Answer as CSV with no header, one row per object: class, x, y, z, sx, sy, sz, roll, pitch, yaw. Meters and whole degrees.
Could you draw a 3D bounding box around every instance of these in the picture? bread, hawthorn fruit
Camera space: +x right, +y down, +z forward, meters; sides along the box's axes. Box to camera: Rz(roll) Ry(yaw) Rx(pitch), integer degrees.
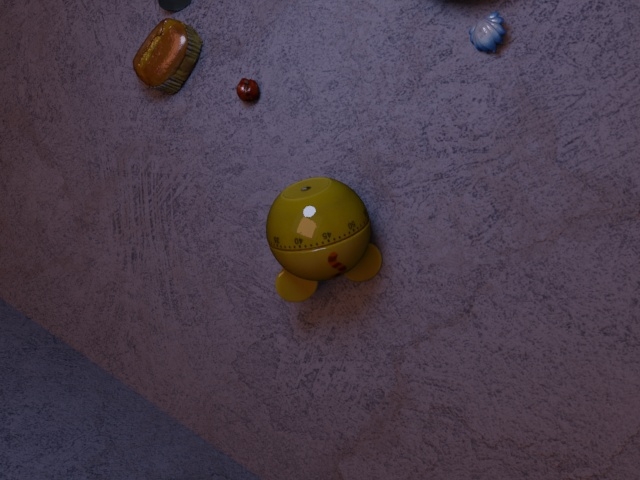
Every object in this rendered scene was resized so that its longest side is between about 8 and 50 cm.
bread,-0.608,-0.733,1.800,0.288,0.156,0.204,-45,78,18
hawthorn fruit,-0.272,-0.565,1.704,0.093,0.093,0.093,2,94,24

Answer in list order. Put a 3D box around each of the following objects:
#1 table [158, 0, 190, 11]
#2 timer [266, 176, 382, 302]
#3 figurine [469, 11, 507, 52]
table,-0.601,-1.039,1.794,0.126,0.126,0.220,-19,87,23
timer,0.000,0.000,1.501,0.376,0.376,0.387,-4,116,24
figurine,0.504,-0.613,1.368,0.114,0.079,0.114,13,115,31
